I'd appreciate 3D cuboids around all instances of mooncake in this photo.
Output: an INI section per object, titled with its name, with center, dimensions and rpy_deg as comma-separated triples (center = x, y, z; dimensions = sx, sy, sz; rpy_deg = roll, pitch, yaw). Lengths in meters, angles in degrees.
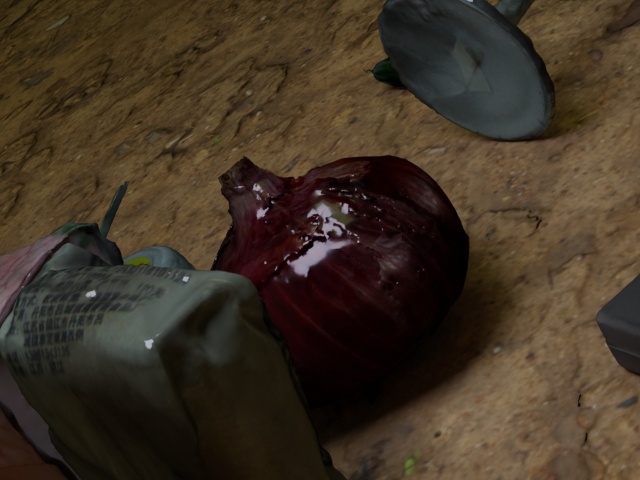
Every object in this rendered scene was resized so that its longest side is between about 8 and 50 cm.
[mooncake]
center = -0.105, 0.116, 1.145
dimensions = 0.254, 0.250, 0.136
rpy_deg = 10, 47, 43

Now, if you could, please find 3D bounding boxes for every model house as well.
[model house]
center = -0.266, 0.136, 1.351
dimensions = 0.237, 0.237, 0.202
rpy_deg = -13, 36, 35

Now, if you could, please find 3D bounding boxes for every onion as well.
[onion]
center = 0.000, 0.015, 1.283
dimensions = 0.252, 0.219, 0.252
rpy_deg = -35, 16, 12

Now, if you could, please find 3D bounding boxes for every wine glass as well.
[wine glass]
center = 0.255, -0.307, 1.575
dimensions = 0.267, 0.267, 0.406
rpy_deg = 2, 44, 53

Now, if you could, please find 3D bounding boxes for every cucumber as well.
[cucumber]
center = 0.119, -0.201, 1.786
dimensions = 0.168, 0.039, 0.039
rpy_deg = -10, 32, 38

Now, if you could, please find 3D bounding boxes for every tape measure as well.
[tape measure]
center = -0.187, 0.033, 1.645
dimensions = 0.164, 0.084, 0.330
rpy_deg = -22, 27, 18

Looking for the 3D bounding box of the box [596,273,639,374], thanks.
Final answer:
[box]
center = 0.314, 0.007, 1.109
dimensions = 0.244, 0.055, 0.103
rpy_deg = -39, 24, -16
